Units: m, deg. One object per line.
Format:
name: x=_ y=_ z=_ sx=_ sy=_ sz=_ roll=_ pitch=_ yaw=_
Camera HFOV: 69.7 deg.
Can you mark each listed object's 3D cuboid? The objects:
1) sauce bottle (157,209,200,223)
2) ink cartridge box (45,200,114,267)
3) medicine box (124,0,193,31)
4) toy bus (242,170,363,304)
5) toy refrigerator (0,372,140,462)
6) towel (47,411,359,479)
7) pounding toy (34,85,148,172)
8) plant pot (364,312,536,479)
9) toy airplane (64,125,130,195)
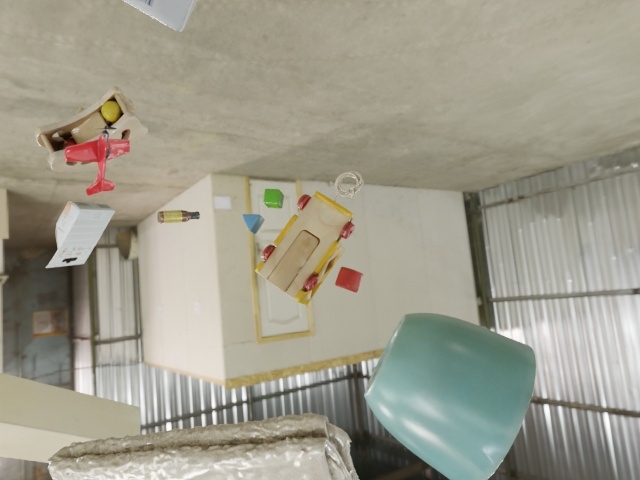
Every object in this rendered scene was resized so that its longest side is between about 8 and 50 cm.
sauce bottle: x=-0.446 y=-0.076 z=1.449 sx=0.128 sy=0.042 sz=0.042 roll=-4 pitch=173 yaw=-37
ink cartridge box: x=-0.636 y=-0.017 z=1.203 sx=0.045 sy=0.179 sz=0.145 roll=36 pitch=-173 yaw=7
medicine box: x=-0.399 y=-0.708 z=1.110 sx=0.264 sy=0.289 sz=0.149 roll=24 pitch=147 yaw=-21
toy bus: x=-0.011 y=0.007 z=0.760 sx=0.202 sy=0.190 sz=0.104 roll=-11 pitch=165 yaw=9
toy refrigerator: x=-0.467 y=0.327 z=0.820 sx=0.102 sy=0.094 sz=0.269 roll=-37 pitch=135 yaw=17
towel: x=-0.093 y=0.246 z=0.421 sx=0.282 sy=0.187 sz=0.049 roll=-11 pitch=-158 yaw=15
pounding toy: x=-0.524 y=-0.248 z=0.993 sx=0.270 sy=0.154 sz=0.154 roll=-32 pitch=176 yaw=15
plant pot: x=0.228 y=0.276 z=0.892 sx=0.235 sy=0.293 sz=0.293 roll=28 pitch=178 yaw=10
toy airplane: x=-0.416 y=-0.146 z=0.869 sx=0.028 sy=0.151 sz=0.151 roll=29 pitch=180 yaw=14
